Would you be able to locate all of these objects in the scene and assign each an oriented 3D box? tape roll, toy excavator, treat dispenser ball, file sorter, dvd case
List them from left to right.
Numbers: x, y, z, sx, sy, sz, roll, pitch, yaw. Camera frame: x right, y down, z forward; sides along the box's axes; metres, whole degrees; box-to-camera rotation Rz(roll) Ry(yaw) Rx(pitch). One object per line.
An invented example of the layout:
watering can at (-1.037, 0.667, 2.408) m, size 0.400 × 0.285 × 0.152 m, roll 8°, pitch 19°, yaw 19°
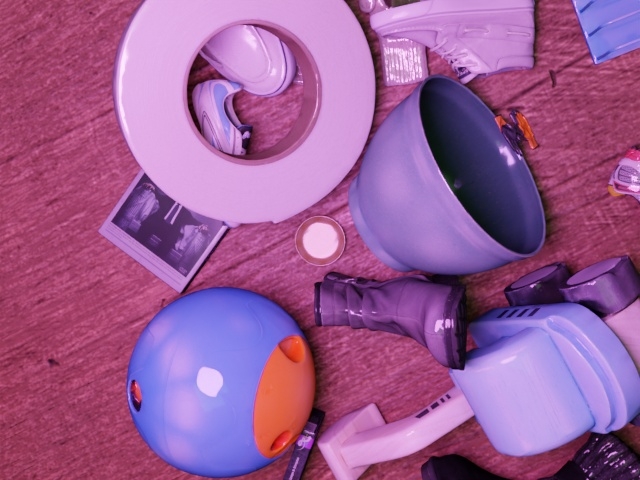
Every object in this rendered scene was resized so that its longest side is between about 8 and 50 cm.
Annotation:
dvd case at (-0.236, -0.057, 1.291) m, size 0.179 × 0.029 × 0.238 m, roll 37°, pitch 99°, yaw 1°
treat dispenser ball at (-0.149, 0.215, 1.174) m, size 0.288 × 0.288 × 0.288 m, roll 1°, pitch 95°, yaw 7°
tape roll at (-0.106, -0.216, 1.130) m, size 0.392 × 0.072 × 0.391 m, roll -5°, pitch 104°, yaw -20°
toy excavator at (0.241, 0.228, 1.147) m, size 0.445 × 0.433 × 0.222 m, roll -28°, pitch 92°, yaw -20°
file sorter at (0.448, -0.369, 1.143) m, size 0.118 × 0.104 × 0.170 m, roll -21°, pitch 93°, yaw 9°

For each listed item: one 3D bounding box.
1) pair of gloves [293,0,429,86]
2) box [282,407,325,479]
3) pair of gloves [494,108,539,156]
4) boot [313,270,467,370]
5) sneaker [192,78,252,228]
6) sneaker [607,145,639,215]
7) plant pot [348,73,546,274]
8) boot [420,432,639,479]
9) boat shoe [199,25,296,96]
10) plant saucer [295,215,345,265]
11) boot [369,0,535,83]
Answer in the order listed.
pair of gloves at (0.055, -0.348, 1.223) m, size 0.240 × 0.042 × 0.204 m, roll 1°, pitch 96°, yaw 7°
box at (-0.038, 0.368, 1.263) m, size 0.029 × 0.116 × 0.162 m, roll 19°, pitch 97°, yaw 6°
pair of gloves at (0.307, -0.169, 1.195) m, size 0.010 × 0.083 × 0.074 m, roll -32°, pitch 86°, yaw 44°
boot at (0.094, 0.110, 1.111) m, size 0.223 × 0.338 × 0.118 m, roll 2°, pitch 91°, yaw 5°
sneaker at (-0.145, -0.135, 1.210) m, size 0.086 × 0.085 × 0.237 m, roll -5°, pitch 102°, yaw 11°
sneaker at (0.544, -0.046, 1.181) m, size 0.225 × 0.088 × 0.092 m, roll 39°, pitch 109°, yaw 7°
plant pot at (0.167, -0.067, 1.137) m, size 0.196 × 0.293 × 0.293 m, roll -33°, pitch 91°, yaw 35°
boot at (0.360, 0.385, 1.207) m, size 0.348 × 0.131 × 0.260 m, roll 36°, pitch 105°, yaw -8°
boat shoe at (-0.189, -0.368, 1.178) m, size 0.136 × 0.156 × 0.367 m, roll -37°, pitch 91°, yaw 25°
plant saucer at (0.000, 0.000, 1.275) m, size 0.083 × 0.015 × 0.083 m, roll 1°, pitch 96°, yaw 6°
boot at (0.207, -0.300, 1.166) m, size 0.258 × 0.095 × 0.123 m, roll -7°, pitch 97°, yaw -7°
